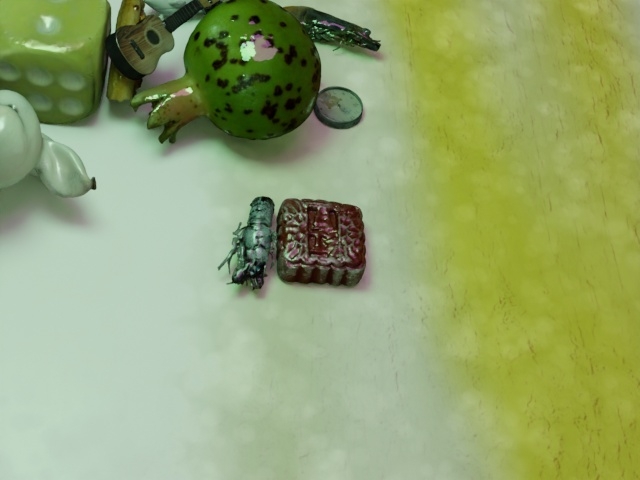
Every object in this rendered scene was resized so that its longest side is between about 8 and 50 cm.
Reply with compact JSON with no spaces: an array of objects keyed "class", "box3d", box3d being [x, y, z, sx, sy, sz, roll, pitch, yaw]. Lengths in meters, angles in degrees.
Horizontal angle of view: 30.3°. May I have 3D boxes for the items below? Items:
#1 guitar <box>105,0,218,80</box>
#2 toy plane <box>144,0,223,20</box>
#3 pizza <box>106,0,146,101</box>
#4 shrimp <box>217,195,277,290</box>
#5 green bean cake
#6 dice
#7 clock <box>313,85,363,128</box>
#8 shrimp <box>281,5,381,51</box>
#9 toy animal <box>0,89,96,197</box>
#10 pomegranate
[{"class":"guitar","box3d":[-0.241,-0.344,1.886,0.084,0.038,0.271,56,45,-15]},{"class":"toy plane","box3d":[-0.178,-0.439,2.063,0.273,0.107,0.182,-14,14,-41]},{"class":"pizza","box3d":[-0.307,-0.318,1.918,0.058,0.127,0.246,10,38,-8]},{"class":"shrimp","box3d":[-0.104,-0.006,1.763,0.082,0.076,0.174,7,52,1]},{"class":"green bean cake","box3d":[0.000,0.000,1.791,0.136,0.056,0.135,4,56,-9]},{"class":"dice","box3d":[-0.420,-0.298,1.845,0.169,0.166,0.169,7,54,-5]},{"class":"clock","box3d":[0.031,-0.223,1.979,0.085,0.017,0.085,6,54,-8]},{"class":"shrimp","box3d":[-0.008,-0.335,2.036,0.217,0.051,0.150,12,57,6]},{"class":"toy animal","box3d":[-0.486,-0.098,1.652,0.183,0.247,0.310,0,41,42]},{"class":"pomegranate","box3d":[-0.130,-0.237,1.860,0.231,0.231,0.286,38,86,15]}]
